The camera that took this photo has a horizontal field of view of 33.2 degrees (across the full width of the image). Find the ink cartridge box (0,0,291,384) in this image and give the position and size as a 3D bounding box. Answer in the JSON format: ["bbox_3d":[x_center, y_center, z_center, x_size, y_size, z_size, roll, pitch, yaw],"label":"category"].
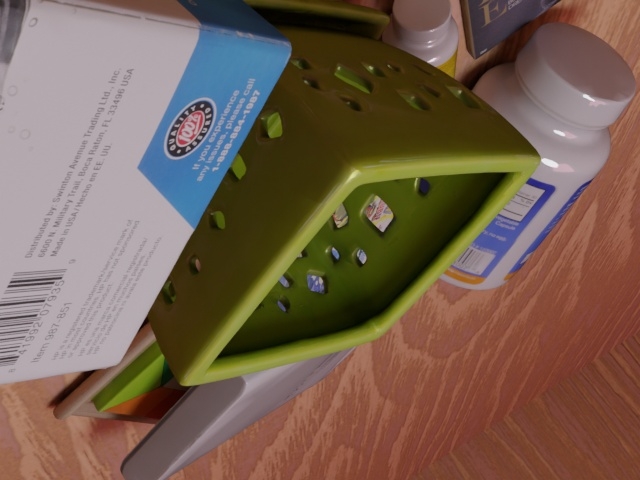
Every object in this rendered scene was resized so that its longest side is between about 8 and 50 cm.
[{"bbox_3d":[-0.194,-0.044,0.483,0.307,0.129,0.223,-3,131,-54],"label":"ink cartridge box"}]

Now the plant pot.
[{"bbox_3d":[-0.020,-0.053,0.786,0.227,0.207,0.228,-8,144,-49],"label":"plant pot"}]

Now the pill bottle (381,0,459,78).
[{"bbox_3d":[0.083,-0.160,0.906,0.065,0.065,0.116,-31,157,-11],"label":"pill bottle"}]

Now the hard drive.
[{"bbox_3d":[-0.050,0.151,1.245,0.233,0.047,0.353,-47,167,35],"label":"hard drive"}]

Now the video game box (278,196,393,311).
[{"bbox_3d":[0.000,0.000,1.050,0.187,0.048,0.205,-22,141,-46],"label":"video game box"}]

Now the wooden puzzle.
[{"bbox_3d":[-0.146,0.135,1.182,0.221,0.044,0.238,-42,157,14],"label":"wooden puzzle"}]

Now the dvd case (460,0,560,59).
[{"bbox_3d":[0.189,-0.258,0.924,0.164,0.018,0.221,-35,157,-2],"label":"dvd case"}]

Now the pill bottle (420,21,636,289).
[{"bbox_3d":[0.199,-0.085,1.100,0.152,0.152,0.272,-16,150,-38],"label":"pill bottle"}]
